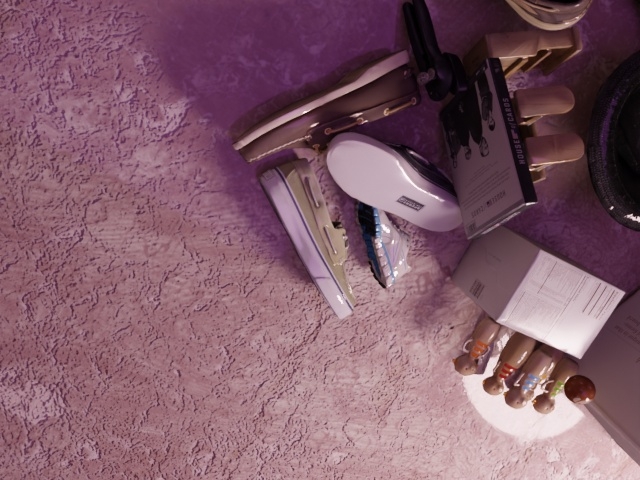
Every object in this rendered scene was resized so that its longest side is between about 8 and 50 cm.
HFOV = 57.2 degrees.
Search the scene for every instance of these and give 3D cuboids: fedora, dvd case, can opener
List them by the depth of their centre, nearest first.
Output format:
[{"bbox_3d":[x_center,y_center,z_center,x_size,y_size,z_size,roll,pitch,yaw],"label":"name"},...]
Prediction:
[{"bbox_3d":[0.260,-0.140,0.942,0.030,0.179,0.238,-6,75,-15],"label":"dvd case"},{"bbox_3d":[0.173,-0.312,0.954,0.073,0.059,0.186,-11,75,-40],"label":"can opener"},{"bbox_3d":[0.587,-0.187,1.068,0.334,0.152,0.333,-3,106,-10],"label":"fedora"}]

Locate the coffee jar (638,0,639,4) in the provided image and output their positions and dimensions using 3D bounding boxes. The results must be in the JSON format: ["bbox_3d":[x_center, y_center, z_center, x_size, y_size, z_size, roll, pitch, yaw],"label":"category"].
[{"bbox_3d":[0.616,-0.422,1.036,0.096,0.079,0.184,-38,112,2],"label":"coffee jar"}]

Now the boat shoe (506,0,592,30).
[{"bbox_3d":[0.261,-0.451,0.875,0.355,0.130,0.132,31,103,2],"label":"boat shoe"}]

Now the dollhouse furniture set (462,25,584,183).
[{"bbox_3d":[0.351,-0.215,0.981,0.161,0.212,0.241,-8,84,-10],"label":"dollhouse furniture set"}]

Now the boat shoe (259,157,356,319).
[{"bbox_3d":[0.000,0.000,1.027,0.094,0.109,0.302,-29,109,-4],"label":"boat shoe"}]

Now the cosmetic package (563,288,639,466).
[{"bbox_3d":[0.777,0.299,1.184,0.394,0.327,0.329,-42,112,5],"label":"cosmetic package"}]

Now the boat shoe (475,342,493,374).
[{"bbox_3d":[0.330,0.235,1.219,0.035,0.035,0.100,4,114,-17],"label":"boat shoe"}]

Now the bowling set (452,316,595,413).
[{"bbox_3d":[0.409,0.280,1.141,0.287,0.200,0.154,21,105,-30],"label":"bowling set"}]

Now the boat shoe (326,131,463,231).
[{"bbox_3d":[0.131,-0.116,1.000,0.301,0.102,0.108,23,136,-31],"label":"boat shoe"}]

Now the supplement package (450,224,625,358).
[{"bbox_3d":[0.395,0.084,1.095,0.203,0.194,0.149,24,102,-18],"label":"supplement package"}]

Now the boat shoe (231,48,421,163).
[{"bbox_3d":[0.015,-0.199,0.959,0.324,0.116,0.096,-29,109,-8],"label":"boat shoe"}]

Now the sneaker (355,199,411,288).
[{"bbox_3d":[0.122,-0.011,1.078,0.083,0.071,0.190,-24,116,-17],"label":"sneaker"}]
